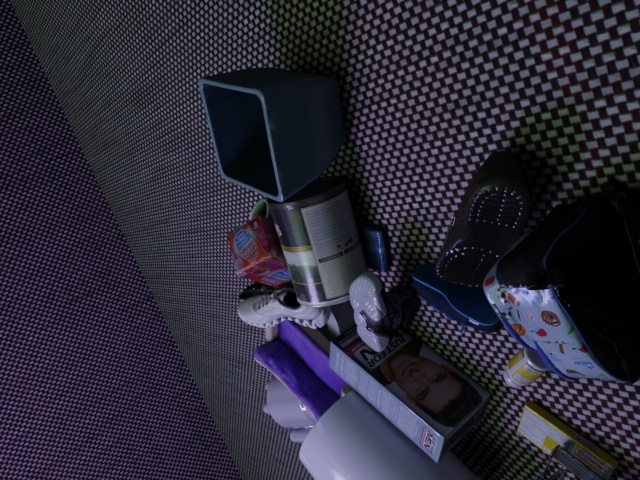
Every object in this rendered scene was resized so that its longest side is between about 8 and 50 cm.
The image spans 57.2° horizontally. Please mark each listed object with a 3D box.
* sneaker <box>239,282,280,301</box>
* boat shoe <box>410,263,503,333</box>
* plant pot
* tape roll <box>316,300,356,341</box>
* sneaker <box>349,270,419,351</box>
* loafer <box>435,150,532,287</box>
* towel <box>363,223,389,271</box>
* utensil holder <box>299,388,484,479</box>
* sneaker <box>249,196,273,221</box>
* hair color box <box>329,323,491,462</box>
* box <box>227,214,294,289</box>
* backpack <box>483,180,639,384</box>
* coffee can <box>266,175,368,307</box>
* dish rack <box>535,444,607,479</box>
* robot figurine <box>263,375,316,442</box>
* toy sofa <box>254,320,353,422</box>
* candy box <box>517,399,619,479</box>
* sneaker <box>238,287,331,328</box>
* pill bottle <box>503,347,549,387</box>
[{"bbox_3d":[-0.158,0.221,2.014,0.283,0.110,0.122,11,141,54],"label":"sneaker"},{"bbox_3d":[0.305,0.132,1.282,0.258,0.108,0.089,43,155,55],"label":"boat shoe"},{"bbox_3d":[-0.086,-0.273,1.340,0.247,0.252,0.247,24,134,43],"label":"plant pot"},{"bbox_3d":[0.009,0.220,1.777,0.219,0.072,0.219,36,142,35],"label":"tape roll"},{"bbox_3d":[0.158,0.143,1.418,0.101,0.153,0.269,35,150,35],"label":"sneaker"},{"bbox_3d":[0.318,-0.029,1.119,0.133,0.130,0.366,17,148,4],"label":"loafer"},{"bbox_3d":[0.141,0.019,1.466,0.067,0.029,0.120,21,131,46],"label":"towel"},{"bbox_3d":[0.180,0.607,1.520,0.385,0.327,0.328,42,144,31],"label":"utensil holder"},{"bbox_3d":[-0.143,-0.041,1.697,0.102,0.161,0.282,43,145,27],"label":"sneaker"},{"bbox_3d":[0.214,0.351,1.482,0.374,0.185,0.114,36,140,34],"label":"hair color box"},{"bbox_3d":[-0.123,0.041,1.611,0.122,0.256,0.128,-27,63,22],"label":"box"},{"bbox_3d":[0.413,0.090,0.936,0.263,0.276,0.213,55,154,-4],"label":"backpack"},{"bbox_3d":[0.000,0.000,1.475,0.201,0.201,0.276,7,118,53],"label":"coffee can"},{"bbox_3d":[0.548,0.554,1.244,0.208,0.074,0.272,36,154,31],"label":"dish rack"},{"bbox_3d":[-0.035,0.503,1.911,0.353,0.199,0.300,-20,59,42],"label":"robot figurine"},{"bbox_3d":[-0.032,0.355,1.708,0.362,0.177,0.150,39,144,31],"label":"toy sofa"},{"bbox_3d":[0.525,0.441,1.264,0.205,0.027,0.105,34,140,35],"label":"candy box"},{"bbox_3d":[-0.118,0.181,1.664,0.291,0.110,0.118,-5,145,27],"label":"sneaker"},{"bbox_3d":[0.429,0.262,1.221,0.065,0.065,0.116,48,146,19],"label":"pill bottle"}]
